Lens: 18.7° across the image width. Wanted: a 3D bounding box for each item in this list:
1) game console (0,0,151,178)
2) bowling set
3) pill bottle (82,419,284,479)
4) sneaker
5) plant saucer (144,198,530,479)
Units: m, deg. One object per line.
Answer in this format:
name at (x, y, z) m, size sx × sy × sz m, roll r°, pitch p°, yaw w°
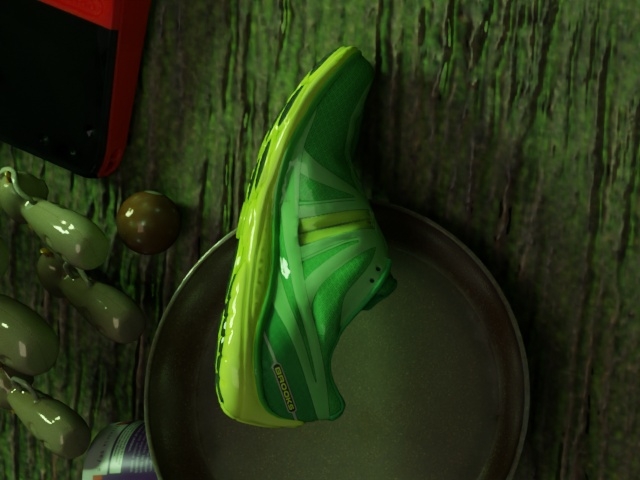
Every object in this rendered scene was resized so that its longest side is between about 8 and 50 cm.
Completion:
game console at (-0.305, -0.264, 1.612) m, size 0.386 × 0.060 × 0.342 m, roll 24°, pitch 124°, yaw 20°
bowling set at (-0.224, 0.022, 1.626) m, size 0.154 × 0.200 × 0.287 m, roll 32°, pitch 149°, yaw 39°
pill bottle at (-0.093, 0.200, 1.628) m, size 0.193 × 0.108 × 0.108 m, roll -7°, pitch 104°, yaw 30°
sneaker at (0.000, 0.000, 1.474) m, size 0.123 × 0.109 × 0.295 m, roll 14°, pitch 81°, yaw -8°
plant saucer at (0.014, 0.123, 1.515) m, size 0.310 × 0.050 × 0.311 m, roll -3°, pitch 80°, yaw 17°
